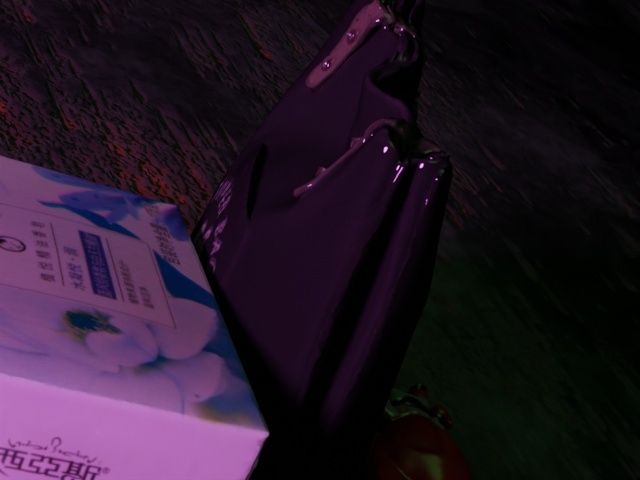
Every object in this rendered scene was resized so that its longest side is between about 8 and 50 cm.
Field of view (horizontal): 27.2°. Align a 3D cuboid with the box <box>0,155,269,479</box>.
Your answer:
[{"bbox_3d":[-0.166,0.056,0.742,0.203,0.116,0.274,15,21,-23],"label":"box"}]

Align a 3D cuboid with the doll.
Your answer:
[{"bbox_3d":[0.068,0.148,0.918,0.109,0.057,0.169,24,29,-18],"label":"doll"}]

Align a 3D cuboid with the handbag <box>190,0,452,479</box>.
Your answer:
[{"bbox_3d":[0.000,0.000,0.854,0.152,0.288,0.342,18,30,-12],"label":"handbag"}]
